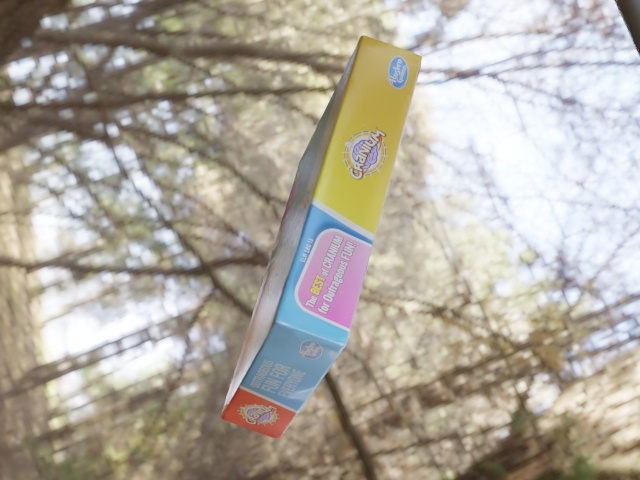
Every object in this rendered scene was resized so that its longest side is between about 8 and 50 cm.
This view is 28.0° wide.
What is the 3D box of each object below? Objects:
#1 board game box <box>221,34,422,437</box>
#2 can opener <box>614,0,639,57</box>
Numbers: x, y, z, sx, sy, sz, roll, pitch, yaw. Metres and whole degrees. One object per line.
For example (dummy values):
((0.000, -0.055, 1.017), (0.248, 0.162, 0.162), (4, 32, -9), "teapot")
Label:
((0.000, 0.000, 1.221), (0.242, 0.064, 0.317), (119, -11, -58), "board game box")
((0.214, -0.141, 0.771), (0.280, 0.074, 0.093), (59, 17, -20), "can opener")
